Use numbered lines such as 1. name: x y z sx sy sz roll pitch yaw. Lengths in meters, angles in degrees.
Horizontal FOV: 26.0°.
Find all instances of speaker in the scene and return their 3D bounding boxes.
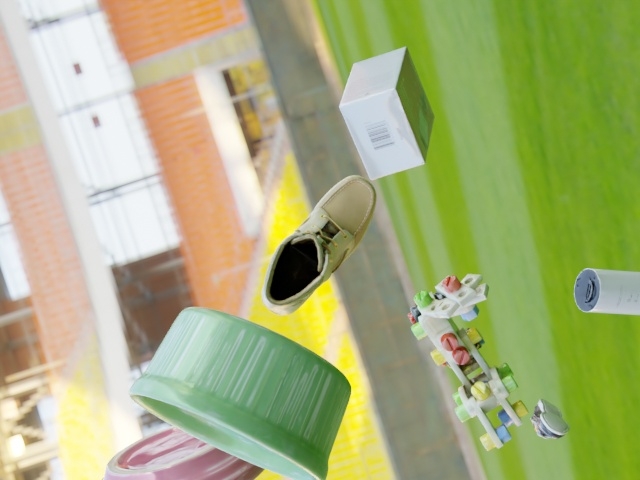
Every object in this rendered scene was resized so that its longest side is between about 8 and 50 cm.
1. speaker: 0.383 0.065 1.714 0.055 0.136 0.055 -176 90 -65

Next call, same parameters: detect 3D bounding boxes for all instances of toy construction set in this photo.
1. toy construction set: 0.255 0.196 2.476 0.215 0.151 0.327 -103 -6 -66

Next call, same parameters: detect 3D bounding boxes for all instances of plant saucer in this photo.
1. plant saucer: -0.258 0.407 2.516 0.332 0.332 0.084 -103 -3 -81

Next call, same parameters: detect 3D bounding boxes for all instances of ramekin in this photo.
1. ramekin: -0.103 0.215 1.954 0.303 0.303 0.148 70 -137 -69

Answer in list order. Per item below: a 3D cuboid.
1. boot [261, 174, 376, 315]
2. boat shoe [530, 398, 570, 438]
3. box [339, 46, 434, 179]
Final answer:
1. boot: 0.000 0.000 2.140 0.095 0.262 0.203 40 175 3
2. boat shoe: 0.321 0.262 1.964 0.038 0.046 0.125 -63 6 11
3. box: 0.103 -0.193 2.078 0.170 0.091 0.130 -73 -37 -59
